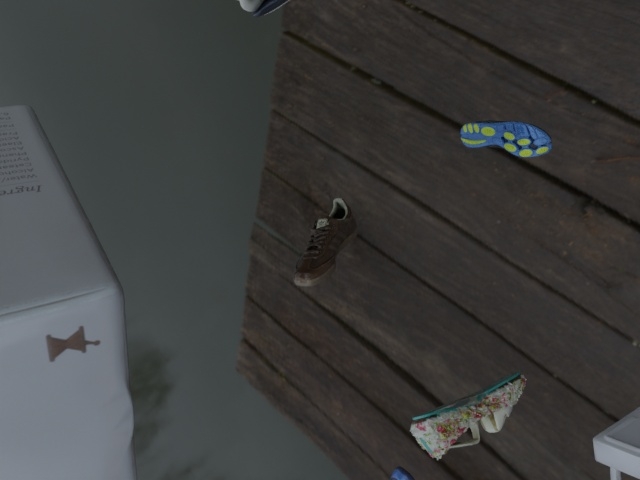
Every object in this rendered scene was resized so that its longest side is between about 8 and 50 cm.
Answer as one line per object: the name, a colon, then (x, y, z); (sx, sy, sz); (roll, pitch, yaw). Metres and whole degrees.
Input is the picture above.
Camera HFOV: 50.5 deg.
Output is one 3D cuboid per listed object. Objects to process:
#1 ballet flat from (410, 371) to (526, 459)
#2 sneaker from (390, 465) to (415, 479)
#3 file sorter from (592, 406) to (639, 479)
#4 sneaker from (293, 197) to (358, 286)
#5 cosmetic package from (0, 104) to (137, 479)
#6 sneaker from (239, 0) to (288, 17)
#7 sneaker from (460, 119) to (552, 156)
ballet flat: (0.250, 0.287, 1.108); (0.077, 0.241, 0.091); (68, 152, 12)
sneaker: (0.106, 0.381, 0.947); (0.053, 0.059, 0.144); (34, 131, 50)
file sorter: (0.372, 0.195, 0.498); (0.192, 0.277, 0.173); (11, 115, 55)
sneaker: (0.000, 0.000, 1.098); (0.066, 0.188, 0.071); (-4, 120, 29)
cosmetic package: (-0.412, 0.096, 0.719); (0.394, 0.327, 0.330); (47, 141, 43)
sneaker: (-0.087, -0.347, 0.883); (0.235, 0.153, 0.094); (12, 126, 40)
sneaker: (0.365, -0.207, 1.323); (0.188, 0.078, 0.067); (17, 121, 44)
